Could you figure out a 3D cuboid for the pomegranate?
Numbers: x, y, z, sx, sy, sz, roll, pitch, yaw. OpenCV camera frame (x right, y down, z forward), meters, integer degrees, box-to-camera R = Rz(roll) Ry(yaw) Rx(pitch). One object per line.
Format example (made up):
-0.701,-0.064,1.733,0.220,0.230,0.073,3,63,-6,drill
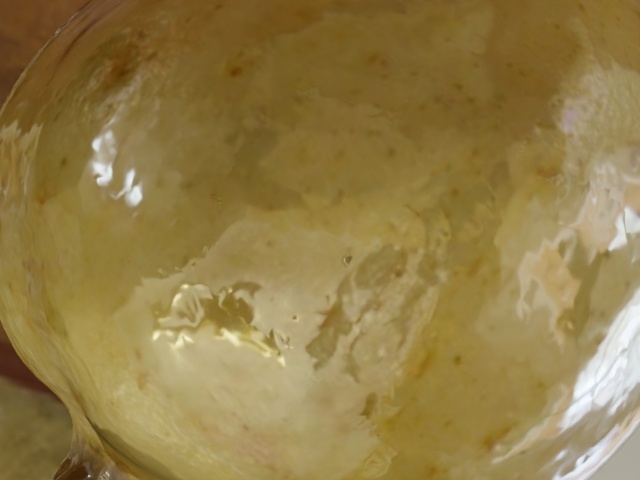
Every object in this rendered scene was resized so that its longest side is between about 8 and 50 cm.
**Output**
0.016,-0.010,0.745,0.307,0.307,0.307,5,142,4,pomegranate
